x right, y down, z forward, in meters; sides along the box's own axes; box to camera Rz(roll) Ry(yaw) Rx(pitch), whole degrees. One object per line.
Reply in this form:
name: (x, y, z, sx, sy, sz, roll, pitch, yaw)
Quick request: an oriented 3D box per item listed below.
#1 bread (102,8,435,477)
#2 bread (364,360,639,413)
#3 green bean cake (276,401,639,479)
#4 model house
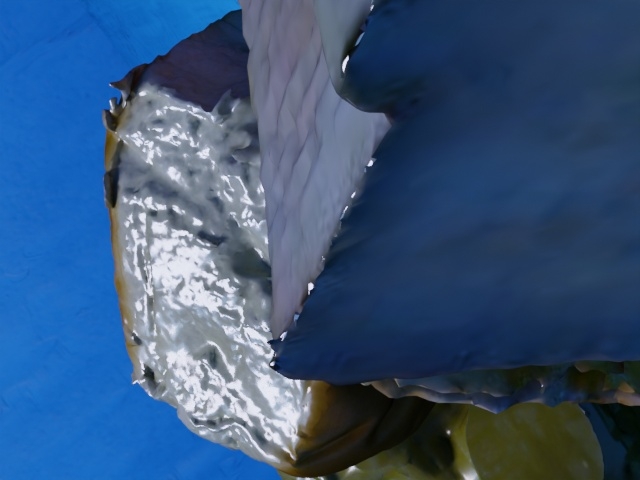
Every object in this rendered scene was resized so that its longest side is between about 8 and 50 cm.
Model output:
bread: (0.000, 0.000, 1.154, 0.225, 0.250, 0.279, 15, 117, 28)
bread: (0.131, -0.037, 0.889, 0.248, 0.315, 0.279, 126, 137, -79)
green bean cake: (0.132, 0.184, 1.380, 0.310, 0.285, 0.202, 48, 167, 14)
model house: (0.087, -0.147, 0.423, 0.298, 0.243, 0.284, 122, 138, -55)
